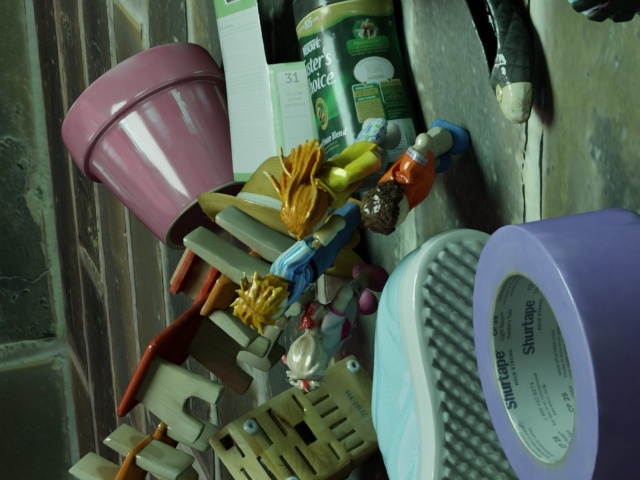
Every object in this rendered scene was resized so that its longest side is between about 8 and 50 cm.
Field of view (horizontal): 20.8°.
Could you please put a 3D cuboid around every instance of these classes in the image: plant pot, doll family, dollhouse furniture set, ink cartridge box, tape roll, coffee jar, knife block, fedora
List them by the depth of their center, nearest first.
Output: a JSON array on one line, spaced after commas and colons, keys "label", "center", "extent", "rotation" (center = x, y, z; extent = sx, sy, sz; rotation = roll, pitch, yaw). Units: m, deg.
[{"label": "tape roll", "center": [0.172, 0.077, 1.140], "extent": [0.189, 0.080, 0.189], "rotation": [170, 90, -73]}, {"label": "doll family", "center": [0.000, 0.000, 1.377], "extent": [0.118, 0.163, 0.263], "rotation": [32, 127, 10]}, {"label": "coffee jar", "center": [0.031, -0.138, 1.488], "extent": [0.096, 0.079, 0.184], "rotation": [147, 113, -72]}, {"label": "dollhouse furniture set", "center": [-0.116, 0.084, 1.586], "extent": [0.262, 0.135, 0.259], "rotation": [-62, -9, 22]}, {"label": "knife block", "center": [-0.046, 0.222, 1.667], "extent": [0.088, 0.276, 0.242], "rotation": [52, 129, 10]}, {"label": "fedora", "center": [-0.025, -0.029, 1.670], "extent": [0.079, 0.194, 0.194], "rotation": [-66, 14, -9]}, {"label": "ink cartridge box", "center": [-0.058, -0.177, 1.806], "extent": [0.171, 0.056, 0.235], "rotation": [-173, 77, -72]}, {"label": "plant pot", "center": [-0.170, -0.098, 2.012], "extent": [0.180, 0.201, 0.201], "rotation": [57, 156, 20]}]

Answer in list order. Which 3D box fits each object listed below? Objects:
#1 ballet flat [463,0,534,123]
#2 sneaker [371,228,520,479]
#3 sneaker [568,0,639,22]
[{"label": "ballet flat", "center": [0.115, -0.159, 1.248], "extent": [0.057, 0.049, 0.173], "rotation": [116, 141, -64]}, {"label": "sneaker", "center": [0.110, 0.180, 1.339], "extent": [0.150, 0.135, 0.365], "rotation": [153, 118, -74]}, {"label": "sneaker", "center": [0.160, -0.260, 0.946], "extent": [0.283, 0.110, 0.122], "rotation": [98, 159, -45]}]
